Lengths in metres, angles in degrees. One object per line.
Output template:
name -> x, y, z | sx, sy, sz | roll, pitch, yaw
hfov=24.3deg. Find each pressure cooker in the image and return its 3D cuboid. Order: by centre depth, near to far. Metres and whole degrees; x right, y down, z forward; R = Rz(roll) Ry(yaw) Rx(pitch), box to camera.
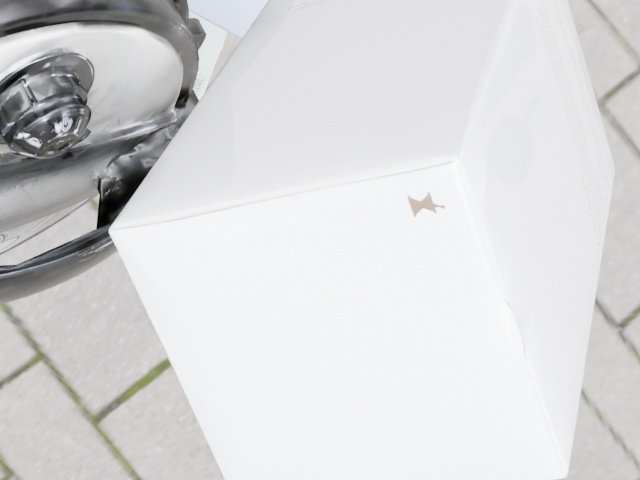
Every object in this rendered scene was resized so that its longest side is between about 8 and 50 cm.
pressure cooker -> -0.287, -0.144, 0.945 | 0.370, 0.375, 0.420 | -31, 77, -3

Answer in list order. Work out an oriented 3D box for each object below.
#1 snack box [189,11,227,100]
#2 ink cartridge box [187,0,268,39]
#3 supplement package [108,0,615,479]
snack box -> -0.148, -0.293, 1.491 | 0.060, 0.322, 0.187 | 32, 15, 35
ink cartridge box -> -0.091, -0.253, 1.319 | 0.311, 0.065, 0.186 | 24, 28, -25
supplement package -> 0.042, -0.023, 0.788 | 0.293, 0.175, 0.177 | -65, 139, -56
